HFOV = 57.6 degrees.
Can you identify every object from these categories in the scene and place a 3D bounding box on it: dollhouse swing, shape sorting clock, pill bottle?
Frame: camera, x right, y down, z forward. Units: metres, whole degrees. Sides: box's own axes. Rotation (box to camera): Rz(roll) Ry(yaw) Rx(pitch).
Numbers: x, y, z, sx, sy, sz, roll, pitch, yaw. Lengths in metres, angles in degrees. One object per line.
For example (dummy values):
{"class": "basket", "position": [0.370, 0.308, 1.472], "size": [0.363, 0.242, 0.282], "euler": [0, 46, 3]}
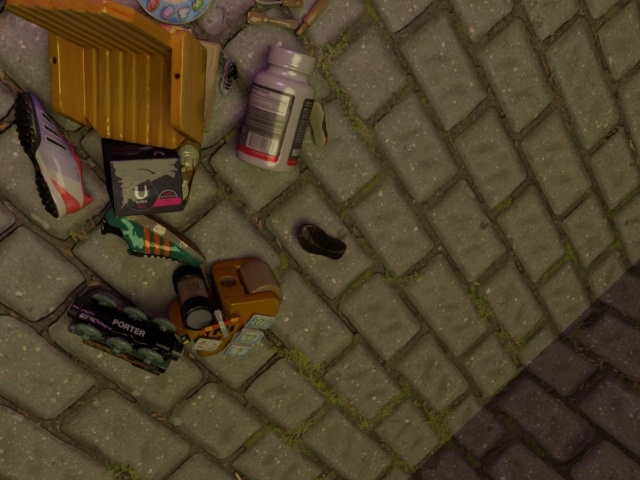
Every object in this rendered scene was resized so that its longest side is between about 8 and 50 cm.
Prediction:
{"class": "dollhouse swing", "position": [-0.475, -0.354, 1.276], "size": [0.346, 0.305, 0.315], "euler": [11, 109, 13]}
{"class": "shape sorting clock", "position": [-0.365, -0.647, 1.448], "size": [0.206, 0.040, 0.206], "euler": [-9, 114, -21]}
{"class": "pill bottle", "position": [-0.115, -0.361, 1.605], "size": [0.176, 0.176, 0.319], "euler": [9, 107, -28]}

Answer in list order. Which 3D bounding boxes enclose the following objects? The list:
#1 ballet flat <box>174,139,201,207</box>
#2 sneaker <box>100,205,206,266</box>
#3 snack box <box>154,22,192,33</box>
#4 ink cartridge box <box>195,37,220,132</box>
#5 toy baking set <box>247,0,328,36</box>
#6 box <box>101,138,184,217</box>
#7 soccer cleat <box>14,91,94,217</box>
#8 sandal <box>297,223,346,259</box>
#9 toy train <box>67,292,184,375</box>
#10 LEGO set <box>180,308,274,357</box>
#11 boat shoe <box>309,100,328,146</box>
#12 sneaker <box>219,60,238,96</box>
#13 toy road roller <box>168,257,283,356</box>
{"class": "ballet flat", "position": [-0.373, -0.192, 1.617], "size": [0.080, 0.073, 0.232], "euler": [5, 108, -27]}
{"class": "sneaker", "position": [-0.471, 0.004, 1.641], "size": [0.302, 0.108, 0.121], "euler": [35, 94, -24]}
{"class": "snack box", "position": [-0.370, -0.454, 1.426], "size": [0.100, 0.037, 0.141], "euler": [0, 111, -23]}
{"class": "ink cartridge box", "position": [-0.376, -0.412, 1.514], "size": [0.193, 0.088, 0.235], "euler": [4, 110, -25]}
{"class": "toy baking set", "position": [-0.082, -0.663, 1.583], "size": [0.196, 0.030, 0.256], "euler": [33, 95, -29]}
{"class": "box", "position": [-0.454, -0.170, 1.472], "size": [0.165, 0.270, 0.143], "euler": [-7, 113, -22]}
{"class": "soccer cleat", "position": [-0.670, -0.219, 1.464], "size": [0.116, 0.108, 0.318], "euler": [-28, 120, -38]}
{"class": "sandal", "position": [0.000, 0.000, 1.886], "size": [0.219, 0.060, 0.090], "euler": [20, 108, -45]}
{"class": "toy train", "position": [-0.552, 0.270, 1.643], "size": [0.334, 0.142, 0.190], "euler": [25, 144, -12]}
{"class": "LEGO set", "position": [-0.266, 0.276, 1.656], "size": [0.244, 0.060, 0.182], "euler": [17, 123, -39]}
{"class": "boat shoe", "position": [-0.002, -0.352, 1.742], "size": [0.043, 0.049, 0.137], "euler": [-47, 133, -53]}
{"class": "sneaker", "position": [-0.246, -0.435, 1.575], "size": [0.038, 0.069, 0.098], "euler": [2, 110, -25]}
{"class": "toy road roller", "position": [-0.290, 0.209, 1.760], "size": [0.329, 0.202, 0.241], "euler": [-9, 128, -19]}
